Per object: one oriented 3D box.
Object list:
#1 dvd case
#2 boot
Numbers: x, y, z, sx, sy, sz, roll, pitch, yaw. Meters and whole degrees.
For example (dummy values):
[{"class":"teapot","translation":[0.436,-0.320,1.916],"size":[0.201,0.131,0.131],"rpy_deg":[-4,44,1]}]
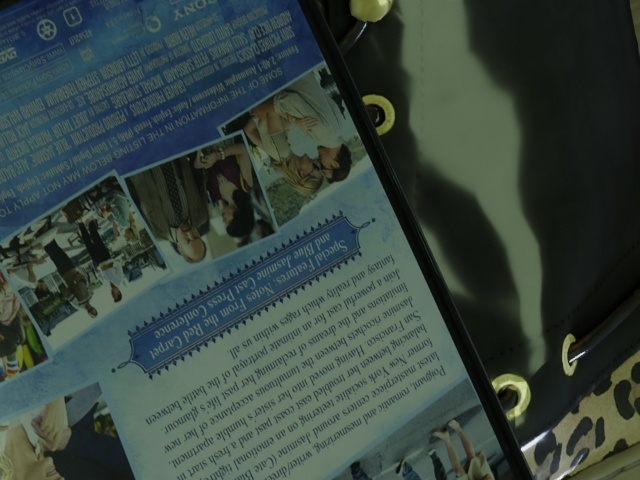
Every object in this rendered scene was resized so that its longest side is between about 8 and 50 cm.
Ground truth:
[{"class":"dvd case","translation":[-0.038,0.036,0.596],"size":[0.180,0.022,0.253],"rpy_deg":[-30,100,-29]},{"class":"boot","translation":[0.000,0.000,0.707],"size":[0.377,0.138,0.284],"rpy_deg":[-14,96,-30]}]
